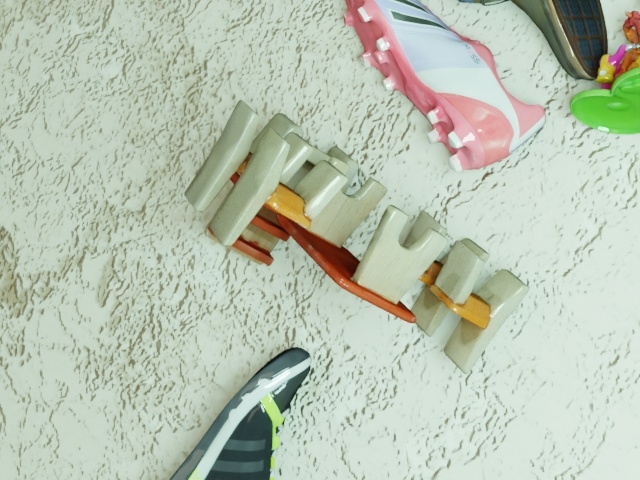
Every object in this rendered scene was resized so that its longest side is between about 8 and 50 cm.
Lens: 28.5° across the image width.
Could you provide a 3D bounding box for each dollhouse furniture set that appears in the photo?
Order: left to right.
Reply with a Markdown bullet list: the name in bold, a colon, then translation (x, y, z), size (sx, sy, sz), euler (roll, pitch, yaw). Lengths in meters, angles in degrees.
- **dollhouse furniture set**: translation (0.000, 0.000, 1.071), size (0.135, 0.262, 0.259), euler (-57, 30, 8)

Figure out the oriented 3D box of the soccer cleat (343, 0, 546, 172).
- **soccer cleat**: translation (0.103, -0.168, 1.145), size (0.095, 0.083, 0.248), euler (-26, 61, -13)

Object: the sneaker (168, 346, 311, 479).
- **sneaker**: translation (-0.066, 0.204, 1.156), size (0.097, 0.084, 0.234), euler (38, 99, 2)

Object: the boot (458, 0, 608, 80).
- **boot**: translation (0.177, -0.227, 1.130), size (0.106, 0.082, 0.219), euler (-30, 76, 44)

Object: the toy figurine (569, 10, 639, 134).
- **toy figurine**: translation (0.302, -0.175, 1.040), size (0.173, 0.130, 0.159), euler (-1, 65, 45)
